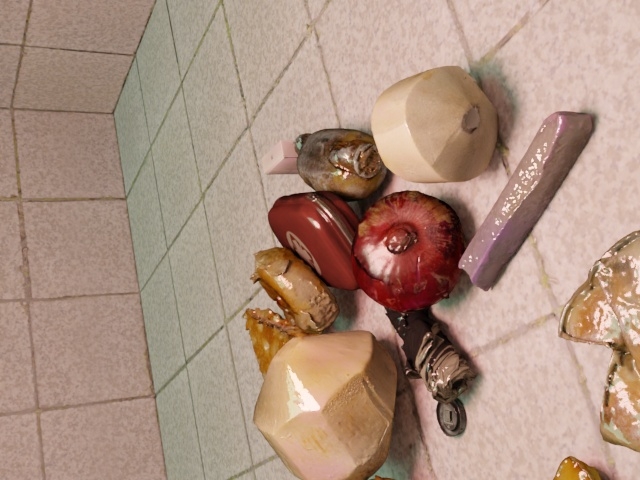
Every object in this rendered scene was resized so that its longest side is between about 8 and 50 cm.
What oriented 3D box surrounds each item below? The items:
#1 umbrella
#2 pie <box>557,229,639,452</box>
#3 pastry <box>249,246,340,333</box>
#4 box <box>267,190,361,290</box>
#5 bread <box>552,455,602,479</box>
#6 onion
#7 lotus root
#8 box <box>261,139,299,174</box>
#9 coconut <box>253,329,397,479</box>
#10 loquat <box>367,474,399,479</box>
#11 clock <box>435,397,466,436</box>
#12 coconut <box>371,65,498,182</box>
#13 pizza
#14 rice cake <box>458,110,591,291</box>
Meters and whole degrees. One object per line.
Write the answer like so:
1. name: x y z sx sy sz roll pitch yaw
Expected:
1. umbrella: 0.193 0.189 1.646 0.113 0.106 0.357 -55 39 20
2. pie: 0.488 0.146 1.137 0.338 0.075 0.337 -7 82 58
3. pastry: -0.065 0.129 1.921 0.235 0.121 0.257 54 164 -22
4. box: 0.000 0.000 1.870 0.263 0.108 0.404 56 165 -11
5. bread: 0.421 0.477 1.268 0.161 0.088 0.233 39 123 49
6. onion: 0.172 0.018 1.567 0.247 0.190 0.246 -5 75 21
7. lotus root: 0.042 -0.184 1.857 0.349 0.175 0.174 -153 65 -62
8. box: -0.071 -0.220 2.092 0.129 0.130 0.051 -33 65 58
9. coconut: 0.019 0.356 1.746 0.353 0.353 0.352 6 97 62
10. loquat: 0.138 0.623 1.656 0.193 0.238 0.238 18 108 57
11. clock: 0.269 0.361 1.612 0.085 0.017 0.085 5 95 62
12. coconut: 0.221 -0.213 1.468 0.241 0.241 0.241 6 97 62
13. pizza: -0.075 0.306 2.116 0.406 0.130 0.439 53 141 32
14. rice cake: 0.349 -0.065 1.383 0.064 0.070 0.399 -113 35 -42
